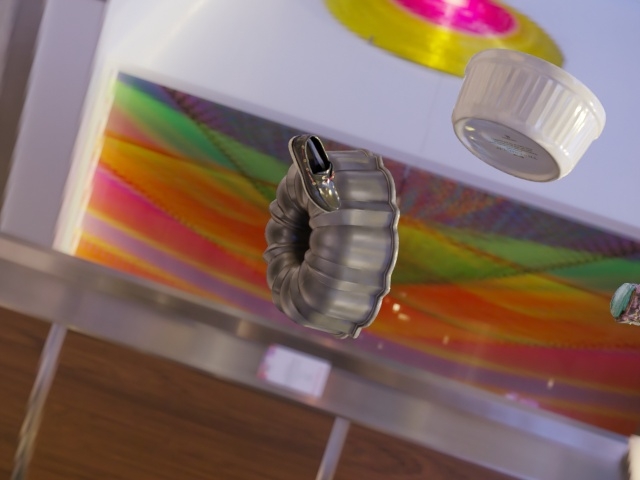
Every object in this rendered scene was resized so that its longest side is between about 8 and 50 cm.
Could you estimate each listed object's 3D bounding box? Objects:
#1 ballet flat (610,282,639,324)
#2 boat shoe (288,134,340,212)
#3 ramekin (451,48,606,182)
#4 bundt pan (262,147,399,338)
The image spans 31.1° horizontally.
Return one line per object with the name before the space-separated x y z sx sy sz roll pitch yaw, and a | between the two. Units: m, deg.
ballet flat | 0.553 0.116 1.987 0.077 0.079 0.221 -64 172 -1
boat shoe | -0.003 -0.101 1.749 0.049 0.042 0.133 -40 113 -36
ramekin | 0.356 -0.211 2.038 0.127 0.273 0.273 -61 175 -14
bundt pan | 0.000 0.000 1.936 0.331 0.124 0.331 -23 -116 61
